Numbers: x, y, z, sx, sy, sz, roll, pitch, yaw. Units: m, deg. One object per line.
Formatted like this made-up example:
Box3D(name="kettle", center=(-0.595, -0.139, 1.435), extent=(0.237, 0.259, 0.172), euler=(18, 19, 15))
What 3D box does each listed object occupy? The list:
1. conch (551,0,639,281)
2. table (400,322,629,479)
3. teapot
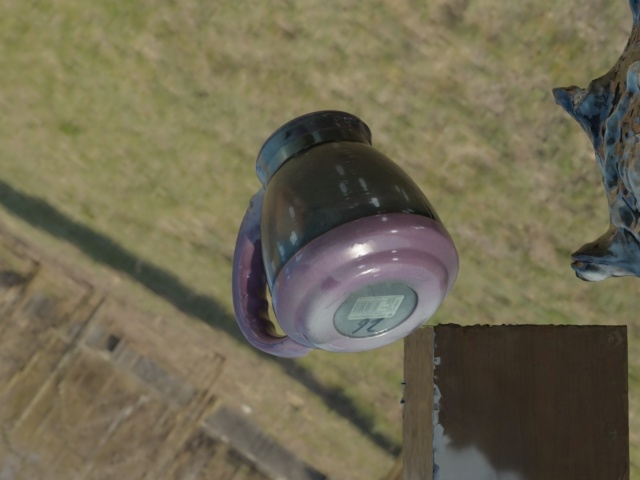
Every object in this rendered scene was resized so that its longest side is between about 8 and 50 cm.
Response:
Box3D(name="conch", center=(0.252, -0.078, 0.792), extent=(0.186, 0.313, 0.241), euler=(26, -157, -13))
Box3D(name="table", center=(0.166, 0.157, 1.155), extent=(0.172, 0.169, 0.193), euler=(1, 176, -5))
Box3D(name="teapot", center=(0.010, -0.002, 0.825), extent=(0.148, 0.116, 0.146), euler=(108, 150, -47))
